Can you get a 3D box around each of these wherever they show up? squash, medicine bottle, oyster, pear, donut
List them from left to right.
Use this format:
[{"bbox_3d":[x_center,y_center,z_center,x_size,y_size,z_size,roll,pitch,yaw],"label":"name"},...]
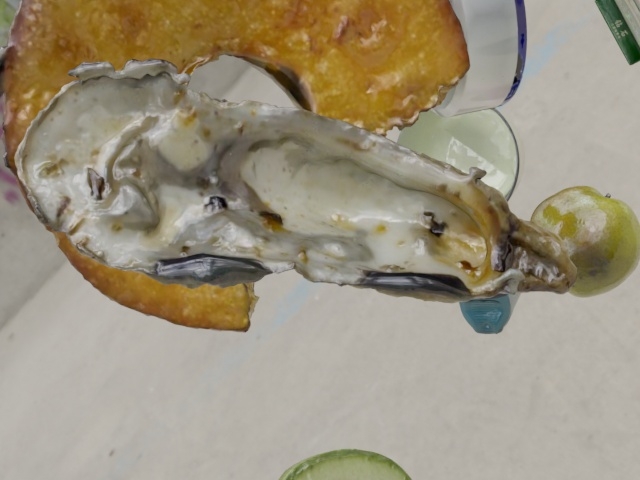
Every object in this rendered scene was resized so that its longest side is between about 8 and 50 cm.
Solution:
[{"bbox_3d":[-0.101,-0.155,0.970,0.435,0.378,0.163,-42,18,0],"label":"donut"},{"bbox_3d":[-0.008,-0.014,0.594,0.078,0.344,0.129,123,157,-61],"label":"oyster"},{"bbox_3d":[0.032,0.366,1.208,0.219,0.219,0.041,-62,9,-26],"label":"squash"},{"bbox_3d":[0.280,0.057,1.555,0.079,0.124,0.258,-4,15,23],"label":"medicine bottle"},{"bbox_3d":[0.330,0.007,1.221,0.141,0.141,0.104,-41,15,16],"label":"pear"}]

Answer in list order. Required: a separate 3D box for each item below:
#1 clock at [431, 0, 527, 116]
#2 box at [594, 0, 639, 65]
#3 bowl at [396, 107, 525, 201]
[{"bbox_3d":[0.150,-0.257,1.114,0.083,0.231,0.230,-16,24,-10],"label":"clock"},{"bbox_3d":[0.548,-0.399,1.755,0.034,0.132,0.235,-27,8,30],"label":"box"},{"bbox_3d":[0.264,-0.147,1.751,0.237,0.238,0.126,-31,-8,34],"label":"bowl"}]
